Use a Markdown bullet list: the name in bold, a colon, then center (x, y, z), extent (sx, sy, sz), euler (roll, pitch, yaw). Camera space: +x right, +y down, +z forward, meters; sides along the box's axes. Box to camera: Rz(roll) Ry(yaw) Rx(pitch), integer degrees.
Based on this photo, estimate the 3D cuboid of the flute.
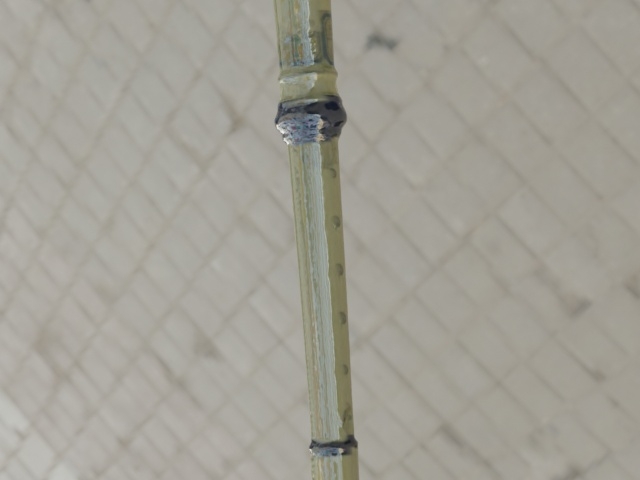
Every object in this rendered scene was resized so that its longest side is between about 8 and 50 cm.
- **flute**: center (0.000, 0.000, 0.608), extent (0.027, 0.027, 0.233), euler (-12, 80, 53)
